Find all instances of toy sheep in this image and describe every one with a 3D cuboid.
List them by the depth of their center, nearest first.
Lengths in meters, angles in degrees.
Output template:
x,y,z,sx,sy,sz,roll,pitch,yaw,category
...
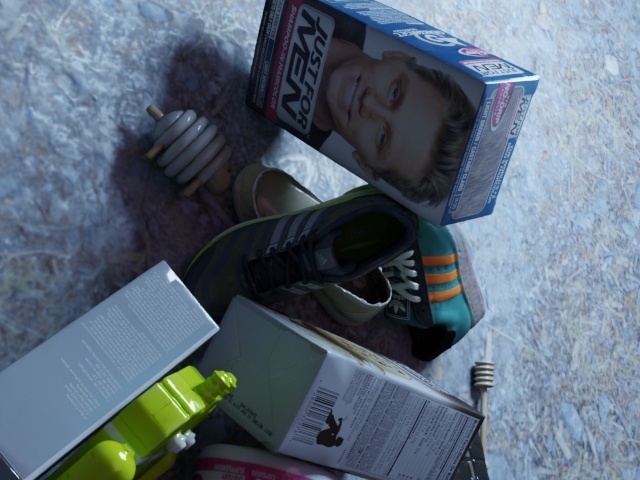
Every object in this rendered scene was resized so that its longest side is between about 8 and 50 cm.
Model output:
x,y,z,sx,sy,sz,roll,pitch,yaw,category
-0.154,-0.106,1.060,0.132,0.091,0.091,47,52,-16,toy sheep

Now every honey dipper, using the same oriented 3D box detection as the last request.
x,y,z,sx,sy,sz,roll,pitch,yaw,category
0.239,0.259,1.347,0.031,0.030,0.160,16,72,-38,honey dipper

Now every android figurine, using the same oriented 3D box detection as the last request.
x,y,z,sx,sy,sz,roll,pitch,yaw,category
-0.188,0.209,0.834,0.273,0.248,0.056,-39,82,-8,android figurine

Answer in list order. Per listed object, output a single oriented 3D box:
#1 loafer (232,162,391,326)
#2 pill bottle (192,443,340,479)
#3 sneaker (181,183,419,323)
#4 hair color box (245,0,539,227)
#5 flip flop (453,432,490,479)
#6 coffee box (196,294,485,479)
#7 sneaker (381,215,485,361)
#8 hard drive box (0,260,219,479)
x,y,z,sx,sy,sz,roll,pitch,yaw,category
0.000,0.000,1.159,0.268,0.092,0.102,46,53,-23,loafer
-0.083,0.366,0.937,0.160,0.160,0.283,29,62,-33,pill bottle
-0.022,0.014,1.048,0.300,0.121,0.111,-25,99,-3,sneaker
0.068,-0.175,1.078,0.105,0.347,0.173,-14,128,-43,hair color box
0.179,0.360,1.239,0.112,0.080,0.277,11,56,-34,flip flop
0.027,0.181,1.037,0.297,0.168,0.118,28,89,-44,coffee box
0.129,0.046,1.213,0.121,0.108,0.302,-47,130,-21,sneaker
-0.232,0.141,0.847,0.089,0.181,0.232,51,50,1,hard drive box
